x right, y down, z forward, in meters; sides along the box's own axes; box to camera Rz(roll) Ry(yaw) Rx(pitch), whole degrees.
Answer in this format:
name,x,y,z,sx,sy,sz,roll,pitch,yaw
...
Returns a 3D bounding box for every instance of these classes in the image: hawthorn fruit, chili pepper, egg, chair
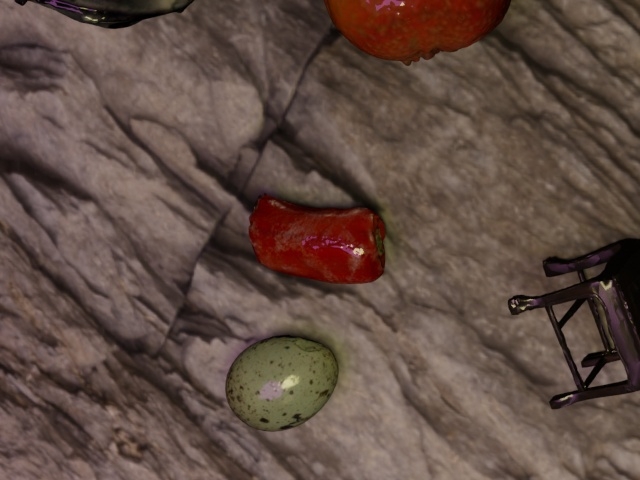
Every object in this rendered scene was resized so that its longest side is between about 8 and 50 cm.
name,x,y,z,sx,sy,sz,roll,pitch,yaw
hawthorn fruit,0.063,-0.283,1.531,0.165,0.165,0.285,-10,88,29
chili pepper,0.000,0.000,1.697,0.123,0.070,0.073,6,95,27
egg,-0.034,0.127,1.750,0.110,0.085,0.085,-31,93,25
chair,0.285,0.057,1.555,0.229,0.106,0.113,-15,103,29

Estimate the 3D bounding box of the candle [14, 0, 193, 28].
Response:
name,x,y,z,sx,sy,sz,roll,pitch,yaw
candle,-0.162,-0.349,1.579,0.187,0.187,0.330,23,117,18
